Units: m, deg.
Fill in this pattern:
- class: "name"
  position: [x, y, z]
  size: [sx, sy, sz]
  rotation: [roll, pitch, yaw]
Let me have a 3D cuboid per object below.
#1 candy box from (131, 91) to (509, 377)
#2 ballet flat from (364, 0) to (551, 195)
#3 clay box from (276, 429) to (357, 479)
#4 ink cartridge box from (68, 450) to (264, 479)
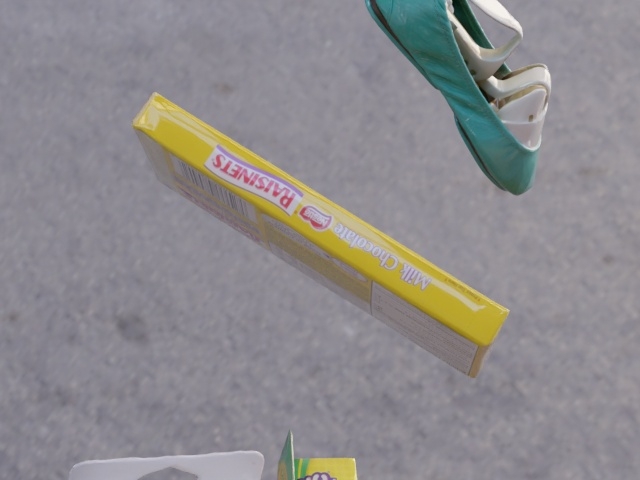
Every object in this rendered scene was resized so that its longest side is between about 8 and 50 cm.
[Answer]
- class: "candy box"
  position: [0.000, 0.000, 0.865]
  size: [0.206, 0.105, 0.027]
  rotation: [32, 82, 8]
- class: "ballet flat"
  position: [0.132, -0.131, 1.348]
  size: [0.247, 0.087, 0.083]
  rotation: [50, 36, -32]
- class: "clay box"
  position: [-0.003, 0.233, 1.042]
  size: [0.053, 0.222, 0.127]
  rotation: [1, 41, -5]
- class: "ink cartridge box"
  position: [-0.061, 0.162, 0.704]
  size: [0.092, 0.090, 0.143]
  rotation: [1, 78, -22]
